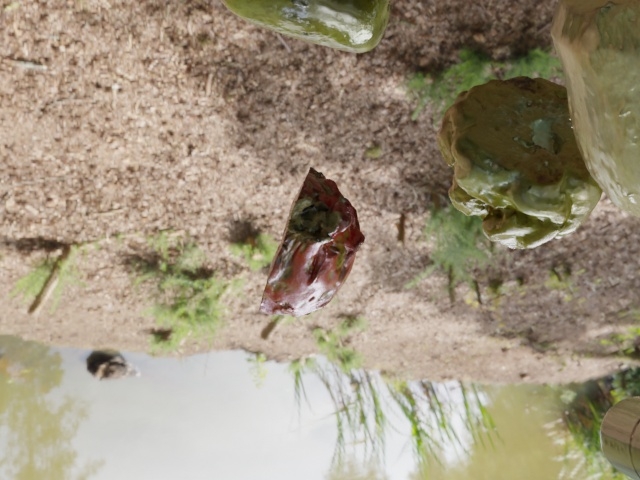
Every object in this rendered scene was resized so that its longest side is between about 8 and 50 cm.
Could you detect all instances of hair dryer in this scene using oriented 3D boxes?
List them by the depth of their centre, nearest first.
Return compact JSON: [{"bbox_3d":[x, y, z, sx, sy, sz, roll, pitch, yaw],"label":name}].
[{"bbox_3d":[0.497,0.177,0.942,0.128,0.362,0.203,1,175,-3],"label":"hair dryer"}]

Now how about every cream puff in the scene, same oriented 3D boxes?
[{"bbox_3d":[0.372,-0.137,1.285,0.291,0.324,0.257,-48,162,-32],"label":"cream puff"}]

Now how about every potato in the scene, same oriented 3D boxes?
[{"bbox_3d":[-0.015,-0.352,0.902,0.272,0.111,0.160,15,108,-14],"label":"potato"}]

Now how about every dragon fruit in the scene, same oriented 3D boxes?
[{"bbox_3d":[0.000,0.000,1.063,0.134,0.262,0.211,18,165,4],"label":"dragon fruit"}]

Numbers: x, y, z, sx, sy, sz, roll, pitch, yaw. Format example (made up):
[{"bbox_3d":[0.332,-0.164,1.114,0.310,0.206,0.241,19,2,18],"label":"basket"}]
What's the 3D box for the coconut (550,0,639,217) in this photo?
[{"bbox_3d":[0.457,-0.166,0.690,0.405,0.404,0.404,-12,146,-8],"label":"coconut"}]
